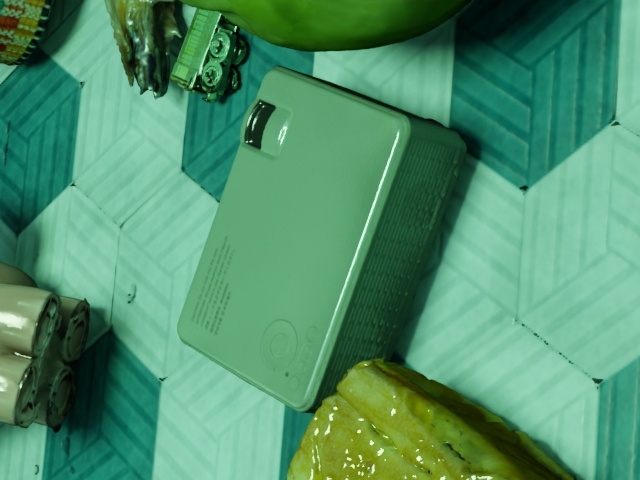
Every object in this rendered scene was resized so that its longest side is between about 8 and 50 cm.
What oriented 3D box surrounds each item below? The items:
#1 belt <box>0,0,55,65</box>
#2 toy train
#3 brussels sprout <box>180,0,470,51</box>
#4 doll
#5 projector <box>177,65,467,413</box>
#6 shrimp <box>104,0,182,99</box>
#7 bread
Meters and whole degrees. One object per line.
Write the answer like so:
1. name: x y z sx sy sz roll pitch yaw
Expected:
1. belt: -0.341 -0.332 1.928 0.207 0.160 0.295 -12 70 60
2. toy train: -0.092 -0.204 1.733 0.071 0.038 0.148 28 99 44
3. brussels sprout: 0.015 -0.333 1.468 0.425 0.342 0.361 -13 98 46
4. doll: -0.370 0.085 1.792 0.268 0.216 0.284 13 85 10
5. projector: 0.000 0.000 1.555 0.192 0.099 0.256 25 99 43
6. shrimp: -0.156 -0.288 1.801 0.164 0.062 0.316 -25 61 35
7. bread: 0.103 0.221 1.377 0.294 0.132 0.166 37 106 44
